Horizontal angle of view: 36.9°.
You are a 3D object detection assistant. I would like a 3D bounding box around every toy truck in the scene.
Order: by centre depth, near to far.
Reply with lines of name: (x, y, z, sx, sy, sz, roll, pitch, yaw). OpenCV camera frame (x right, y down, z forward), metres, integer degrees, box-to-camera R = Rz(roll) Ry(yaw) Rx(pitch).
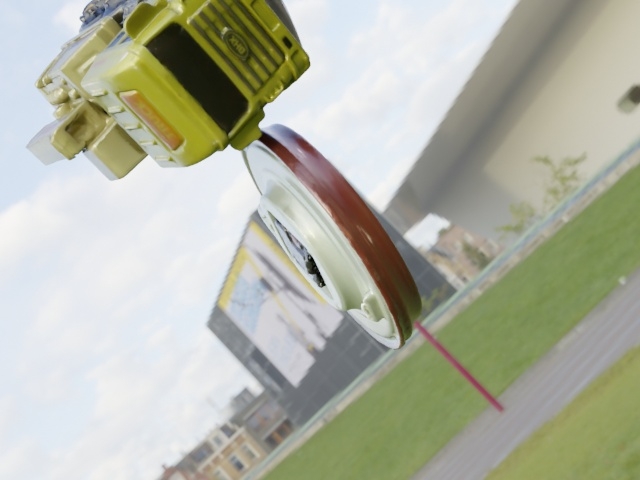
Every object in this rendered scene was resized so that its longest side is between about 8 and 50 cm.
toy truck: (-0.200, -0.186, 1.105, 0.254, 0.180, 0.405, -54, 27, -18)

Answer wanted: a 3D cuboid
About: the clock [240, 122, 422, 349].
clock: (0.000, 0.000, 1.142, 0.080, 0.318, 0.318, -38, -12, -10)
